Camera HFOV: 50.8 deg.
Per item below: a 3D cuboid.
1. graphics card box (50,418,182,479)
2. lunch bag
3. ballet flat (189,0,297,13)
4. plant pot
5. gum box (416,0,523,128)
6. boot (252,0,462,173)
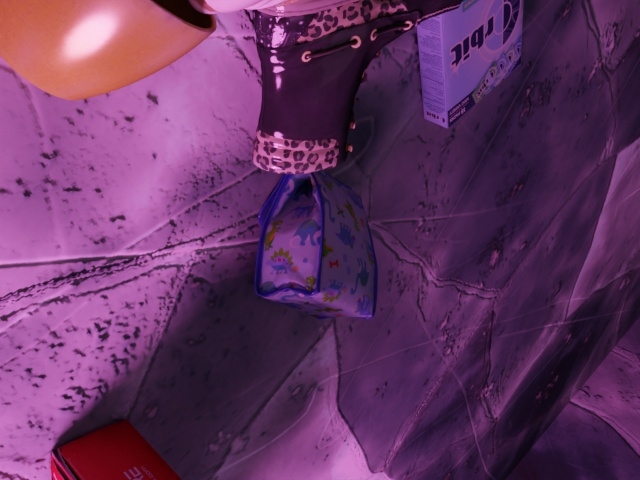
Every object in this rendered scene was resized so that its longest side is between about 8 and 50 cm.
[{"bbox_3d":[-0.177,0.395,0.685,0.094,0.233,0.370,-19,129,-43],"label":"graphics card box"},{"bbox_3d":[0.000,0.000,0.722,0.129,0.096,0.151,29,63,-56],"label":"lunch bag"},{"bbox_3d":[-0.076,-0.191,0.363,0.348,0.123,0.123,17,102,-56],"label":"ballet flat"},{"bbox_3d":[-0.146,-0.143,0.414,0.095,0.134,0.134,-42,150,19],"label":"plant pot"},{"bbox_3d":[0.180,-0.250,0.793,0.157,0.041,0.184,-42,143,-23],"label":"gum box"},{"bbox_3d":[0.032,-0.169,0.638,0.236,0.085,0.178,-20,133,-34],"label":"boot"}]
